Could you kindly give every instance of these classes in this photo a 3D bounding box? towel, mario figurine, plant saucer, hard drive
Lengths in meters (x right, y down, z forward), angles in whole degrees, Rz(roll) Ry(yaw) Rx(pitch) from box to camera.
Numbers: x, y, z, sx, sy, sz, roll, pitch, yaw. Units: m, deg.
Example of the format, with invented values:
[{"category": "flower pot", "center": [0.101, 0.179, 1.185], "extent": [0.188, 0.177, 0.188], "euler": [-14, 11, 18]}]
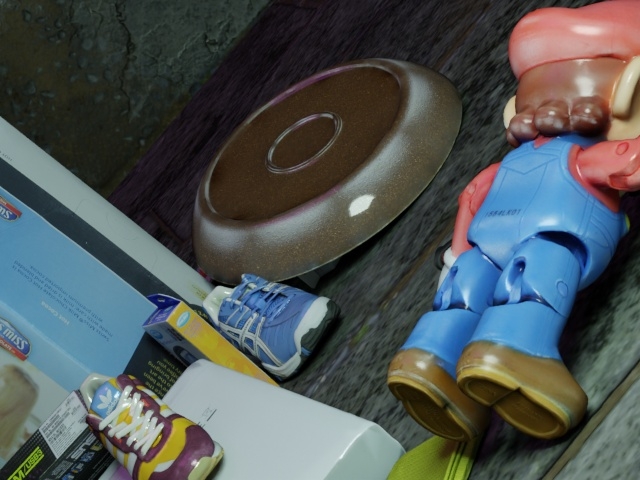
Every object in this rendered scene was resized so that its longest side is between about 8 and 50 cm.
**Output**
[{"category": "towel", "center": [0.037, 0.207, 1.221], "extent": [0.102, 0.021, 0.237], "euler": [-36, 18, 44]}, {"category": "mario figurine", "center": [0.175, -0.011, 1.245], "extent": [0.321, 0.198, 0.170], "euler": [-63, -24, -23]}, {"category": "plant saucer", "center": [-0.007, -0.082, 1.912], "extent": [0.310, 0.050, 0.311], "euler": [-25, 32, 17]}, {"category": "hard drive", "center": [-0.090, 0.211, 1.473], "extent": [0.233, 0.047, 0.353], "euler": [-51, 20, -12]}]

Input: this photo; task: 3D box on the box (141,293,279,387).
[{"category": "box", "center": [-0.106, 0.100, 1.759], "extent": [0.028, 0.136, 0.081], "euler": [-54, 13, -18]}]

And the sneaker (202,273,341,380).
[{"category": "sneaker", "center": [-0.050, 0.075, 1.769], "extent": [0.080, 0.081, 0.211], "euler": [-52, 14, -21]}]

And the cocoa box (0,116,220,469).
[{"category": "cocoa box", "center": [-0.281, 0.097, 1.882], "extent": [0.231, 0.347, 0.228], "euler": [-44, 13, 33]}]

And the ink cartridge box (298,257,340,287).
[{"category": "ink cartridge box", "center": [0.000, 0.000, 1.891], "extent": [0.028, 0.048, 0.083], "euler": [-34, 21, 51]}]

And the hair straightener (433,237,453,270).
[{"category": "hair straightener", "center": [0.144, -0.005, 1.448], "extent": [0.089, 0.047, 0.230], "euler": [-51, 8, -9]}]

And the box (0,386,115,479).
[{"category": "box", "center": [-0.205, 0.220, 1.698], "extent": [0.191, 0.045, 0.184], "euler": [-47, -32, 15]}]

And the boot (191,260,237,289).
[{"category": "boot", "center": [-0.058, -0.025, 2.090], "extent": [0.244, 0.088, 0.176], "euler": [-54, 11, -6]}]

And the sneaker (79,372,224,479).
[{"category": "sneaker", "center": [-0.139, 0.149, 1.495], "extent": [0.069, 0.084, 0.185], "euler": [-51, 20, -11]}]
